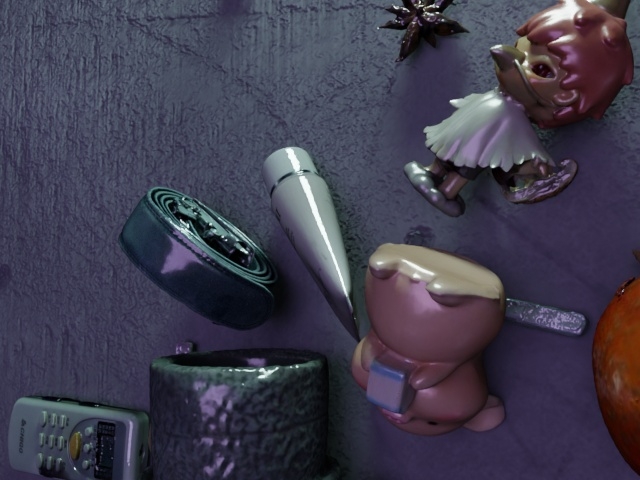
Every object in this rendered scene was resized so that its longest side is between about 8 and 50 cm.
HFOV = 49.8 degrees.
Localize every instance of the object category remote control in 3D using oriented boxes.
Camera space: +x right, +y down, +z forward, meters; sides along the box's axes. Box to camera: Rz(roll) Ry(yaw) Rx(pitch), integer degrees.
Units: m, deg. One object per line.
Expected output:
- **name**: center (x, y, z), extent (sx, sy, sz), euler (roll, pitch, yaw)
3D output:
- **remote control**: center (-0.429, 0.349, 1.204), extent (0.297, 0.056, 0.140), euler (1, 83, 25)

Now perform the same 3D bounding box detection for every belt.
- **belt**: center (-0.170, 0.025, 1.028), extent (0.267, 0.206, 0.116), euler (39, 101, 14)

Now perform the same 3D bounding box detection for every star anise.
- **star anise**: center (0.139, -0.332, 0.995), extent (0.124, 0.056, 0.129), euler (-21, 79, 11)

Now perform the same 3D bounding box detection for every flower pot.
- **flower pot**: center (-0.119, 0.296, 0.937), extent (0.299, 0.299, 0.282), euler (-4, 87, 26)

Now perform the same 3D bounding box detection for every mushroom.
- **mushroom**: center (0.293, -0.078, 0.916), extent (0.101, 0.019, 0.049), euler (-29, 72, 20)

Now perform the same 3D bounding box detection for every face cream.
- **face cream**: center (0.000, 0.000, 0.975), extent (0.089, 0.143, 0.314), euler (-22, 57, -5)

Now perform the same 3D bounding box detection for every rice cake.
- **rice cake**: center (0.246, 0.091, 0.915), extent (0.208, 0.033, 0.033), euler (11, 79, 28)

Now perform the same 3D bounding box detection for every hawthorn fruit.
- **hawthorn fruit**: center (0.409, 0.120, 0.723), extent (0.276, 0.276, 0.307), euler (-35, 51, 19)

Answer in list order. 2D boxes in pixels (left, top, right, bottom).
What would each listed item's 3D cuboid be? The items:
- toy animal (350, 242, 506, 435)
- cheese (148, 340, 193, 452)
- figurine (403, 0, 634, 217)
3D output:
- **toy animal**: center (0.134, 0.131, 0.843), extent (0.195, 0.213, 0.256), euler (23, 115, 26)
- **cheese**: center (-0.231, 0.261, 1.127), extent (0.097, 0.037, 0.192), euler (4, 86, 25)
- **figurine**: center (0.268, -0.193, 0.855), extent (0.387, 0.166, 0.207), euler (-48, 28, 18)
